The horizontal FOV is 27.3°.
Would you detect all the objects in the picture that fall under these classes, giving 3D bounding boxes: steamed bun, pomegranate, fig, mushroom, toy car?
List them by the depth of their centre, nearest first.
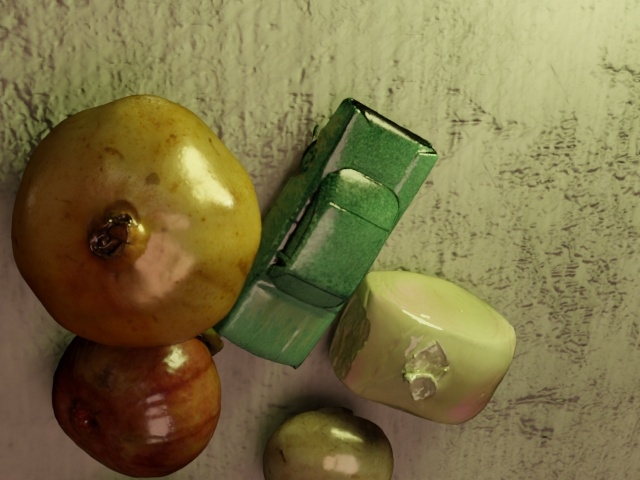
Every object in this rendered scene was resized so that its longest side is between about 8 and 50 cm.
[{"bbox_3d":[-0.184,-0.017,1.332,0.264,0.264,0.264,-10,118,-19],"label":"pomegranate"},{"bbox_3d":[-0.192,0.164,1.479,0.205,0.205,0.205,-10,118,-19],"label":"fig"},{"bbox_3d":[0.000,0.000,1.524,0.141,0.097,0.320,26,102,-31],"label":"toy car"},{"bbox_3d":[0.138,0.144,1.624,0.239,0.152,0.170,19,107,-27],"label":"steamed bun"},{"bbox_3d":[0.008,0.276,1.654,0.166,0.127,0.166,-2,131,-2],"label":"mushroom"}]
